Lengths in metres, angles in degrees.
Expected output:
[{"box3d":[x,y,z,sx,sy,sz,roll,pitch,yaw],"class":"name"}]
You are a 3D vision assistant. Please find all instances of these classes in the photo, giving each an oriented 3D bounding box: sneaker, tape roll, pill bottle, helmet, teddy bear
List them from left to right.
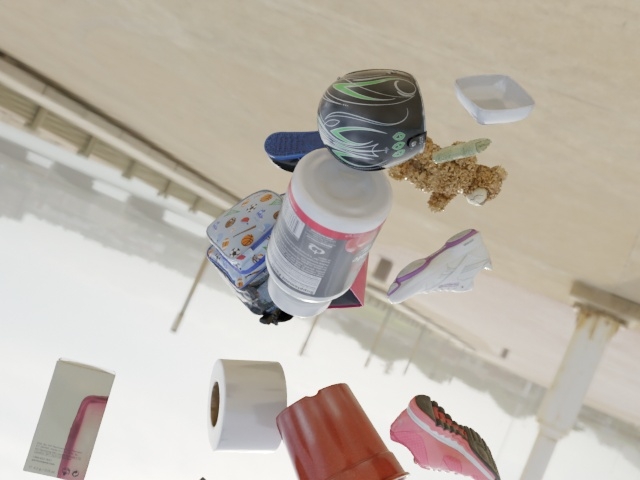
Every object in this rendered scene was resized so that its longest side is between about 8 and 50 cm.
[{"box3d":[-0.202,0.443,2.110,0.169,0.246,0.246,6,-178,-18],"class":"tape roll"},{"box3d":[0.000,0.000,1.410,0.176,0.176,0.319,24,139,0],"class":"pill bottle"},{"box3d":[0.003,-0.177,1.605,0.232,0.081,0.090,7,164,11],"class":"sneaker"},{"box3d":[0.076,-0.191,1.251,0.161,0.170,0.169,-8,178,-5],"class":"helmet"},{"box3d":[0.323,0.100,2.080,0.152,0.305,0.114,60,177,-12],"class":"sneaker"},{"box3d":[0.286,0.485,1.816,0.314,0.136,0.116,41,-161,-15],"class":"sneaker"},{"box3d":[0.357,-0.181,2.210,0.338,0.245,0.113,34,-150,-23],"class":"teddy bear"}]

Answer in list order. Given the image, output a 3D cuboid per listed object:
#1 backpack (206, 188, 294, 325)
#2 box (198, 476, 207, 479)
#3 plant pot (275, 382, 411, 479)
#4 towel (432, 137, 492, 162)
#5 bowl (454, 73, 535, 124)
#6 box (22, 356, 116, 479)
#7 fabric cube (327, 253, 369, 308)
[{"box3d":[-0.106,0.007,1.737,0.276,0.263,0.213,40,161,50],"class":"backpack"},{"box3d":[-0.435,0.760,1.876,0.097,0.395,0.318,46,141,11],"class":"box"},{"box3d":[0.035,0.504,1.881,0.265,0.272,0.272,62,-168,22],"class":"plant pot"},{"box3d":[0.301,-0.194,1.675,0.110,0.027,0.148,-12,-171,25],"class":"towel"},{"box3d":[0.354,-0.287,1.622,0.142,0.053,0.142,-8,-138,-19],"class":"bowl"},{"box3d":[-0.529,0.377,1.664,0.126,0.232,0.148,17,171,-13],"class":"box"},{"box3d":[-0.013,0.038,2.348,0.259,0.258,0.254,-6,148,23],"class":"fabric cube"}]
